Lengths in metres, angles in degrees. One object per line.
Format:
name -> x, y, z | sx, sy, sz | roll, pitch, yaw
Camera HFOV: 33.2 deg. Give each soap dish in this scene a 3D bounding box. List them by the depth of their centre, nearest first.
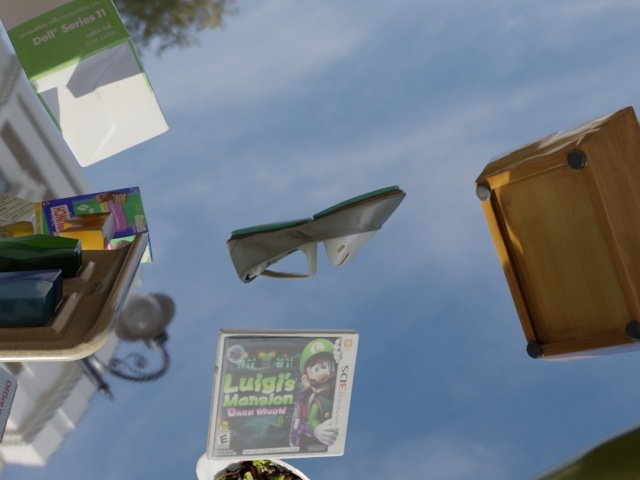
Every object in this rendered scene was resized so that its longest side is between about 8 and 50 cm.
soap dish -> 0.323, 0.008, 1.321 | 0.118, 0.290, 0.229 | -19, 180, -38

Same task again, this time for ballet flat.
ballet flat -> 0.000, 0.000, 1.084 | 0.213, 0.068, 0.072 | -15, 180, 31

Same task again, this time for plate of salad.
plate of salad -> -0.087, 0.362, 1.519 | 0.200, 0.199, 0.048 | -3, -140, 28

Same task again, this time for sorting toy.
sorting toy -> -0.232, 0.017, 0.710 | 0.229, 0.041, 0.307 | -4, -166, -3

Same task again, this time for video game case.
video game case -> -0.048, 0.199, 1.388 | 0.191, 0.173, 0.022 | 2, -169, -24

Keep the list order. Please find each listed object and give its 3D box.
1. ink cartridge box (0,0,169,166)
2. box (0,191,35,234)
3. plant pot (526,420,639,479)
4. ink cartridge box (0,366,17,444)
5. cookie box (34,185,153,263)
ink cartridge box -> -0.312, -0.287, 1.238 | 0.119, 0.207, 0.353 | -26, -112, -6
box -> -0.463, -0.017, 1.128 | 0.311, 0.121, 0.148 | 17, -170, -3
plant pot -> 0.344, 0.370, 1.161 | 0.353, 0.366, 0.366 | -12, -146, -12
ink cartridge box -> -0.555, 0.229, 1.630 | 0.072, 0.175, 0.127 | -15, -133, 23
cookie box -> -0.225, -0.008, 1.060 | 0.107, 0.040, 0.092 | -10, -145, -10
